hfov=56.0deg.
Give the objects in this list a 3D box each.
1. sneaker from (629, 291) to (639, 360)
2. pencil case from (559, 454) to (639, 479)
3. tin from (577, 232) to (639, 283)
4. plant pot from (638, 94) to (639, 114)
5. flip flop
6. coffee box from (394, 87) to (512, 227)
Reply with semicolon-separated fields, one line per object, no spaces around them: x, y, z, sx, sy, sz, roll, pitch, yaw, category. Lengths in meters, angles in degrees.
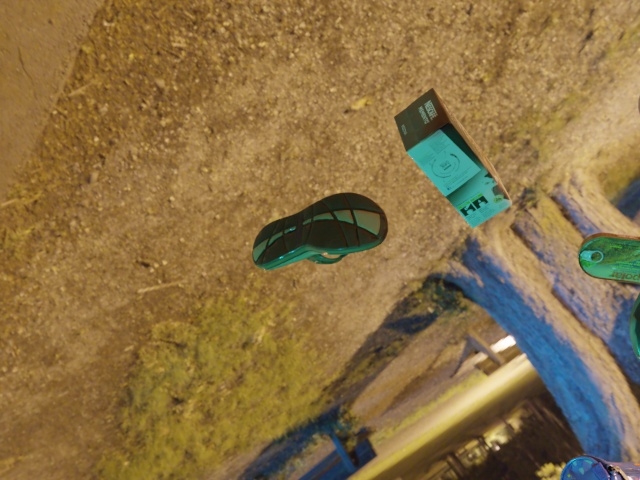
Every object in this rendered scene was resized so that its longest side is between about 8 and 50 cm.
0.633;0.121;1.067;0.130;0.087;0.228;-159;-93;-78;sneaker
0.652;0.522;1.266;0.306;0.119;0.133;16;127;-25;pencil case
0.680;0.040;1.356;0.040;0.189;0.106;-52;148;-66;tin
0.949;-0.386;1.546;0.201;0.201;0.180;-38;161;1;plant pot
0.000;0.000;1.013;0.277;0.112;0.080;-18;142;36;flip flop
0.316;-0.192;1.430;0.118;0.168;0.297;-34;126;22;coffee box
